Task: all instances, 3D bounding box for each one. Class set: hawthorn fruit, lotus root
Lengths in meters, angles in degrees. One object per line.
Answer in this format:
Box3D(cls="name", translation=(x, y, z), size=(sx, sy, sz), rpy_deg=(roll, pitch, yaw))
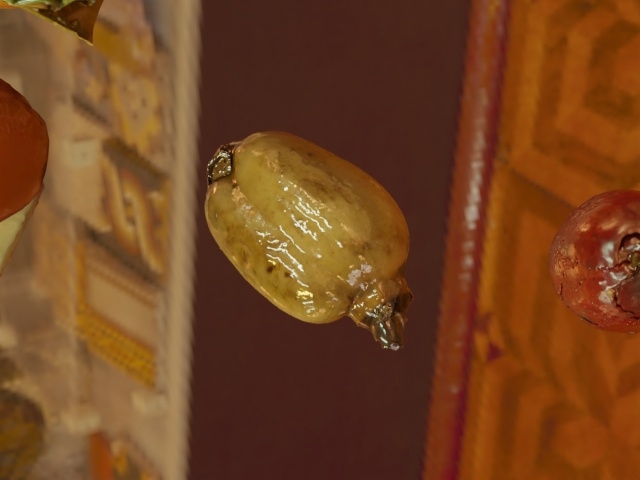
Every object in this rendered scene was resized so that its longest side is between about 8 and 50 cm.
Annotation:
Box3D(cls="hawthorn fruit", translation=(0.297, 0.018, 1.620), size=(0.172, 0.148, 0.148), rpy_deg=(63, -169, -82))
Box3D(cls="lotus root", translation=(0.000, 0.000, 1.333), size=(0.221, 0.118, 0.125), rpy_deg=(40, 113, 17))

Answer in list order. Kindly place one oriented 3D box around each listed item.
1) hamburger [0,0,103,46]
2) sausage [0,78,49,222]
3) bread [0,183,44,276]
Box3D(cls="hamburger", translation=(-0.202, -0.243, 1.003), size=(0.262, 0.243, 0.139), rpy_deg=(-90, 22, -48))
Box3D(cls="sausage", translation=(-0.200, -0.019, 0.755), size=(0.076, 0.197, 0.076), rpy_deg=(22, 128, 31))
Box3D(cls="bread", translation=(-0.409, -0.063, 1.413), size=(0.187, 0.338, 0.155), rpy_deg=(-167, 99, -78))
